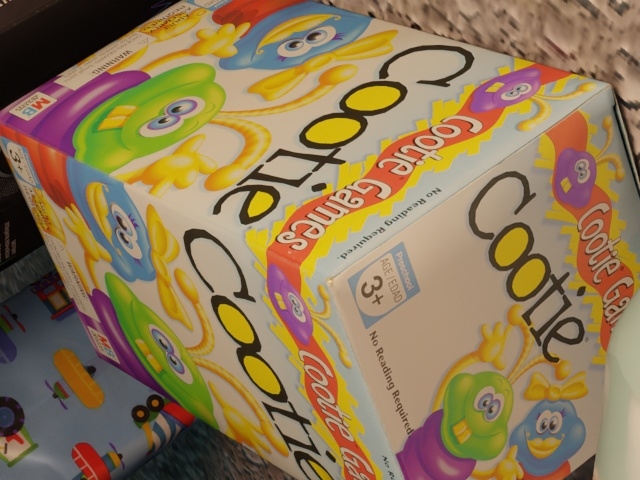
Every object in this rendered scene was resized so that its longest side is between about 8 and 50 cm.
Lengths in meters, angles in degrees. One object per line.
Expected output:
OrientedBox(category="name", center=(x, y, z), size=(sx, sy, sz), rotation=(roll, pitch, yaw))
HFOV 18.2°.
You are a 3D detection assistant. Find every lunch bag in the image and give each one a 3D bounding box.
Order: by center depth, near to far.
OrientedBox(category="lunch bag", center=(-0.215, 0.149, 1.374), size=(0.138, 0.221, 0.293), rotation=(53, 157, 7))

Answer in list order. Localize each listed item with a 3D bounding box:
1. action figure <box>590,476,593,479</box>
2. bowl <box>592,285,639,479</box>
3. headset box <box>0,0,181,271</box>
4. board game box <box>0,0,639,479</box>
OrientedBox(category="action figure", center=(0.221, 0.183, 0.755), size=(0.280, 0.139, 0.091), rotation=(-116, 7, -47))
OrientedBox(category="bowl", center=(0.175, 0.075, 0.425), size=(0.311, 0.163, 0.311), rotation=(51, -174, -7))
OrientedBox(category="headset box", center=(-0.219, -0.070, 1.011), size=(0.131, 0.283, 0.246), rotation=(49, 156, 17))
OrientedBox(category="board game box", center=(0.000, 0.000, 0.852), size=(0.275, 0.142, 0.144), rotation=(23, 141, 52))
